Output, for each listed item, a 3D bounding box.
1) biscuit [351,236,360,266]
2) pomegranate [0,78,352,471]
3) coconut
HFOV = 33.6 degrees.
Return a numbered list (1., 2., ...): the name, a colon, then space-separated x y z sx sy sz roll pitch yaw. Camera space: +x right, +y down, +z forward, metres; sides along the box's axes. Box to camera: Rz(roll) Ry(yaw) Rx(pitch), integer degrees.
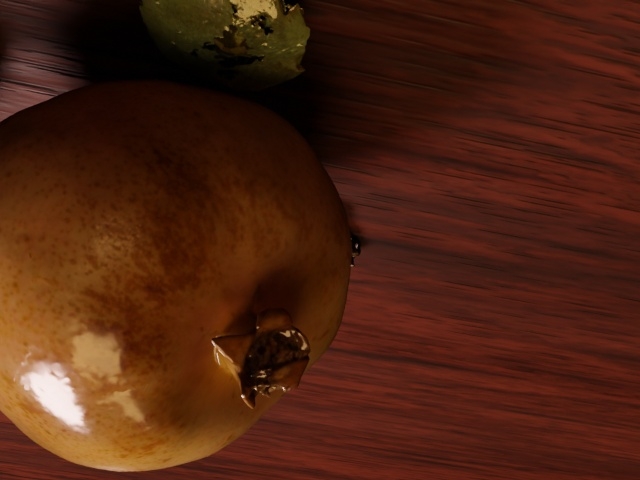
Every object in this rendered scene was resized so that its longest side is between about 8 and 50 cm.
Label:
1. biscuit: 0.000 0.000 0.997 0.089 0.027 0.087 15 147 -14
2. pomegranate: -0.123 0.025 0.765 0.319 0.319 0.319 3 148 2
3. coconut: -0.065 -0.151 0.741 0.133 0.055 0.158 -2 146 7
